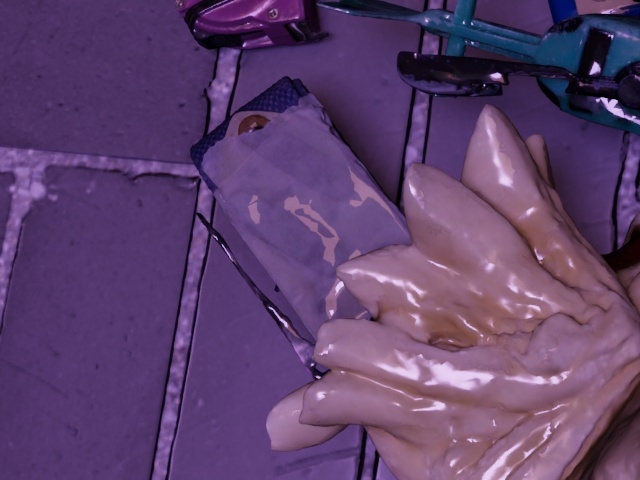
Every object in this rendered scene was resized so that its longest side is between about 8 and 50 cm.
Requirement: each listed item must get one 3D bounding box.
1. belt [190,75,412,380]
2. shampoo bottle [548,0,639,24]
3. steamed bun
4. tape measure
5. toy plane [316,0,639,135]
[{"bbox_3d":[0.000,0.000,0.812,0.126,0.139,0.230,-38,75,5],"label":"belt"},{"bbox_3d":[0.207,-0.213,0.838,0.087,0.050,0.183,-14,77,16],"label":"shampoo bottle"},{"bbox_3d":[0.119,0.078,0.693,0.189,0.247,0.428,34,76,30],"label":"steamed bun"},{"bbox_3d":[-0.056,-0.213,0.899,0.125,0.074,0.118,-7,78,12],"label":"tape measure"},{"bbox_3d":[0.187,-0.114,0.732,0.382,0.155,0.106,21,111,22],"label":"toy plane"}]
